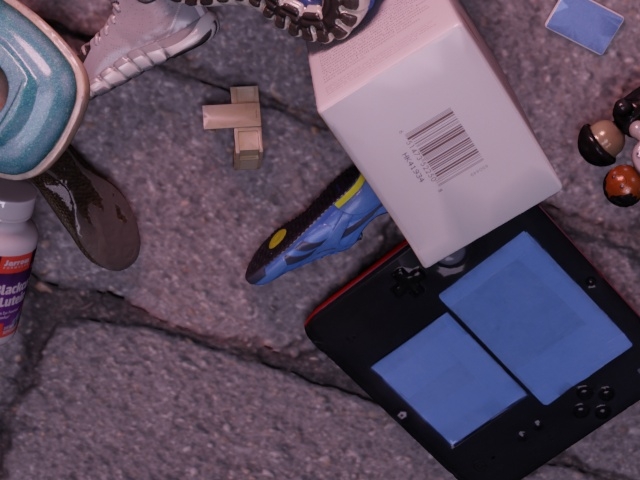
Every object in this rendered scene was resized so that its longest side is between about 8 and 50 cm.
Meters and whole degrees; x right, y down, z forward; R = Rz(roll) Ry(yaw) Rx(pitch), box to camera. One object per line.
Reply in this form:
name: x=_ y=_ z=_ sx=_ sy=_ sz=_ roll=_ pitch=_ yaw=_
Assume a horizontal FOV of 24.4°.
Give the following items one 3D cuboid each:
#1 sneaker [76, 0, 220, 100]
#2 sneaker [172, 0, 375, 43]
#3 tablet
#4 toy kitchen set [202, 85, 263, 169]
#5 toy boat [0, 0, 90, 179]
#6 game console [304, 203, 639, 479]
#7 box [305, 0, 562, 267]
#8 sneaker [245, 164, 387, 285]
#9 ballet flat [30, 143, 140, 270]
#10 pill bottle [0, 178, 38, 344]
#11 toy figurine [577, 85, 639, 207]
sneaker: x=-0.240 y=-0.248 z=1.703 sx=0.229 sy=0.086 sz=0.132 roll=-25 pitch=101 yaw=8
sneaker: x=-0.072 y=-0.319 z=1.619 sx=0.330 sy=0.147 sz=0.129 roll=26 pitch=128 yaw=18
tablet: x=0.315 y=-0.261 z=1.768 sx=0.083 sy=0.006 sz=0.054 roll=24 pitch=111 yaw=-16
toy kitchen set: x=-0.107 y=-0.134 z=1.785 sx=0.068 sy=0.075 sz=0.083 roll=-3 pitch=76 yaw=-6
toy boat: x=-0.357 y=-0.241 z=1.626 sx=0.267 sy=0.148 sz=0.318 roll=30 pitch=101 yaw=14
game console: x=0.223 y=0.135 z=1.923 sx=0.342 sy=0.060 sz=0.386 roll=-39 pitch=112 yaw=14
box: x=0.109 y=-0.163 z=1.611 sx=0.168 sy=0.345 sz=0.215 roll=-31 pitch=114 yaw=11
sneaker: x=0.000 y=0.000 z=1.837 sx=0.209 sy=0.069 sz=0.082 roll=-40 pitch=116 yaw=14
ballet flat: x=-0.306 y=-0.063 z=1.795 sx=0.084 sy=0.058 sz=0.250 roll=-49 pitch=121 yaw=-20
pill bottle: x=-0.397 y=0.021 z=1.768 sx=0.108 sy=0.108 sz=0.193 roll=13 pitch=114 yaw=-10
toy figurine: x=0.418 y=-0.072 z=1.755 sx=0.148 sy=0.209 sz=0.213 roll=-38 pitch=112 yaw=20
